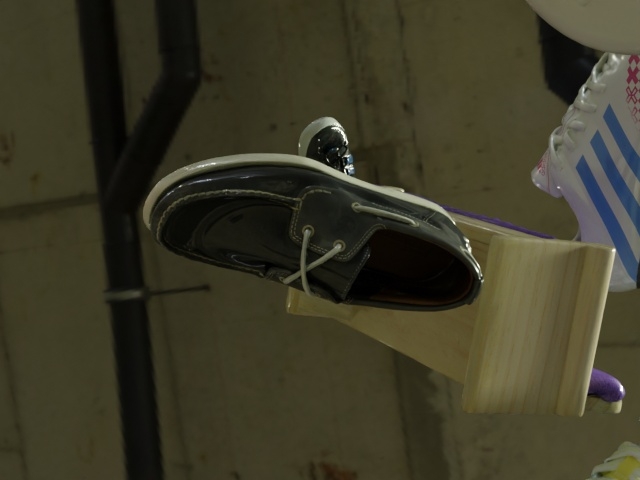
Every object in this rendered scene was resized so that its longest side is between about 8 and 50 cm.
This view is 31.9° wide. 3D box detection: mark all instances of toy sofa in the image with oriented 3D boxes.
[{"bbox_3d":[0.126,0.042,1.055,0.362,0.177,0.150,22,-75,61],"label":"toy sofa"}]

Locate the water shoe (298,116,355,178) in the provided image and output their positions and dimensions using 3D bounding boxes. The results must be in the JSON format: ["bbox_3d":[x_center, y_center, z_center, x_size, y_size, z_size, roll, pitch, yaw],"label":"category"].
[{"bbox_3d":[0.028,-0.076,1.483,0.080,0.073,0.203,42,-22,38],"label":"water shoe"}]

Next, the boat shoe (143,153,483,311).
[{"bbox_3d":[0.000,0.000,0.741,0.079,0.233,0.084,-112,-141,-52],"label":"boat shoe"}]

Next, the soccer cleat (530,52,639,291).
[{"bbox_3d":[0.287,-0.110,1.123,0.143,0.116,0.331,6,-79,15],"label":"soccer cleat"}]

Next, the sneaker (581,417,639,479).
[{"bbox_3d":[0.248,0.186,0.882,0.127,0.319,0.208,26,-72,58],"label":"sneaker"}]

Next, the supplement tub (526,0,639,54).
[{"bbox_3d":[0.193,-0.198,0.599,0.144,0.199,0.144,18,-52,24],"label":"supplement tub"}]
